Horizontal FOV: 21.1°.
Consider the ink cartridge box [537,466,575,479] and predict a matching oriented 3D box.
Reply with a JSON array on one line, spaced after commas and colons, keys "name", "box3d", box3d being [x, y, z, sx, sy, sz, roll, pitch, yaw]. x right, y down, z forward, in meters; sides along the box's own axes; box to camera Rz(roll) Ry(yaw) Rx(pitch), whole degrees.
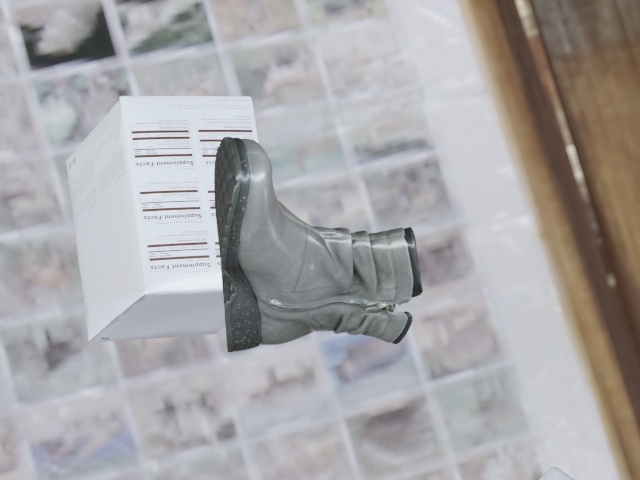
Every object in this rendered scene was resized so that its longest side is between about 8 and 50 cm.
[{"name": "ink cartridge box", "box3d": [0.245, 0.329, 1.623, 0.153, 0.087, 0.208, -40, -147, -11]}]

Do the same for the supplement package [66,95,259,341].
[{"name": "supplement package", "box3d": [-0.154, -0.020, 1.762, 0.149, 0.203, 0.194, -2, 164, -26]}]

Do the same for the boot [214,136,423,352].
[{"name": "boot", "box3d": [0.000, 0.000, 1.355, 0.161, 0.083, 0.246, -5, 143, -3]}]
